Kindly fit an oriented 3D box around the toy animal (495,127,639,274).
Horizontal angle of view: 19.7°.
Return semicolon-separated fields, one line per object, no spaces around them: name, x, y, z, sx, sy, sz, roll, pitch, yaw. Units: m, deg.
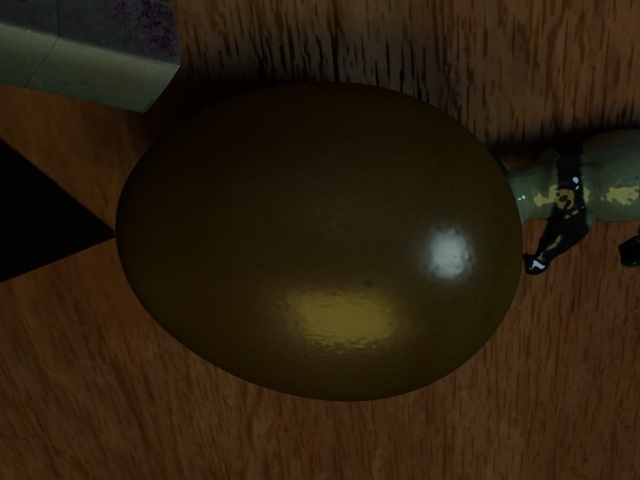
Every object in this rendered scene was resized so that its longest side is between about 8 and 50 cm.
toy animal;0.233;-0.039;1.590;0.225;0.094;0.121;-5;146;-4

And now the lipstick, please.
lipstick;-0.255;-0.162;1.296;0.317;0.066;0.068;11;142;-30

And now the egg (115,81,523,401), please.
egg;0.000;0.000;1.444;0.322;0.250;0.250;4;146;-12

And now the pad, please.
pad;-0.304;-0.029;1.546;0.170;0.006;0.245;-21;146;19
